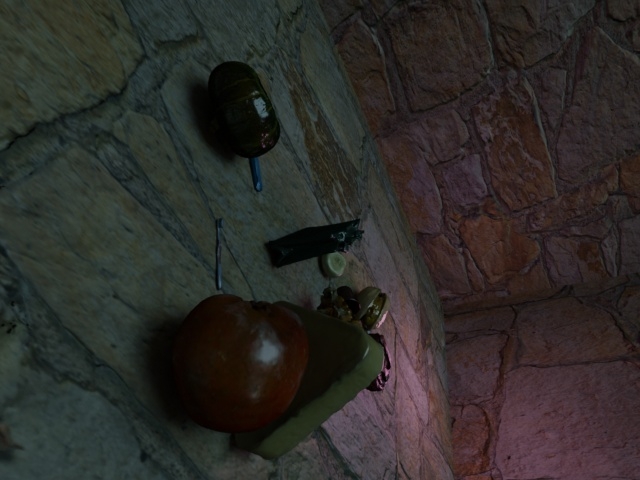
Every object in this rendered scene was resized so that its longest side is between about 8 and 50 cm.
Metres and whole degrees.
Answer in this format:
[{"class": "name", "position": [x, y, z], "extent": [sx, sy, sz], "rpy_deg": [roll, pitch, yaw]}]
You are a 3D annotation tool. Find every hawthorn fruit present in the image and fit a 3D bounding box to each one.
[{"class": "hawthorn fruit", "position": [-0.155, 0.238, 0.818], "extent": [0.284, 0.284, 0.284], "rpy_deg": [45, 37, -49]}]

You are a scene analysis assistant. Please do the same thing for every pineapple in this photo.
[{"class": "pineapple", "position": [0.003, 0.299, 1.307], "extent": [0.344, 0.209, 0.286], "rpy_deg": [83, -20, -51]}]

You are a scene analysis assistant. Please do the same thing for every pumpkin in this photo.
[{"class": "pumpkin", "position": [-0.226, -0.351, 1.135], "extent": [0.260, 0.189, 0.260], "rpy_deg": [64, 3, -5]}]

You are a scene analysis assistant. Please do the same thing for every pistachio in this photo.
[{"class": "pistachio", "position": [0.220, 0.295, 1.779], "extent": [0.157, 0.157, 0.229], "rpy_deg": [65, 31, -20]}]

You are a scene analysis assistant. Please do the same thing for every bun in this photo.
[{"class": "bun", "position": [0.045, 0.091, 1.590], "extent": [0.115, 0.069, 0.115], "rpy_deg": [18, 63, -39]}]

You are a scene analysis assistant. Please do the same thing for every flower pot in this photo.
[{"class": "flower pot", "position": [0.094, 0.234, 1.591], "extent": [0.111, 0.111, 0.089], "rpy_deg": [55, 15, -37]}]

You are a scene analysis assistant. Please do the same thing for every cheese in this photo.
[{"class": "cheese", "position": [-0.063, 0.287, 1.008], "extent": [0.104, 0.384, 0.383], "rpy_deg": [46, 35, -35]}]

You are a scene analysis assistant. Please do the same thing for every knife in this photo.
[{"class": "knife", "position": [-0.221, -0.298, 1.295], "extent": [0.044, 0.026, 0.296], "rpy_deg": [5, 74, -62]}]

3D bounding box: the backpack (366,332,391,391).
[{"class": "backpack", "position": [0.206, 0.489, 1.615], "extent": [0.229, 0.139, 0.229], "rpy_deg": [43, 38, -48]}]

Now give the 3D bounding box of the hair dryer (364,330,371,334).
[{"class": "hair dryer", "position": [0.215, 0.413, 1.821], "extent": [0.114, 0.037, 0.063], "rpy_deg": [24, 56, -70]}]

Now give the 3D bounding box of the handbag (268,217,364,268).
[{"class": "handbag", "position": [-0.001, 0.001, 1.337], "extent": [0.326, 0.239, 0.089], "rpy_deg": [-26, 104, -66]}]

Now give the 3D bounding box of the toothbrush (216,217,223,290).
[{"class": "toothbrush", "position": [-0.254, 0.032, 1.025], "extent": [0.013, 0.019, 0.193], "rpy_deg": [33, 49, -58]}]
